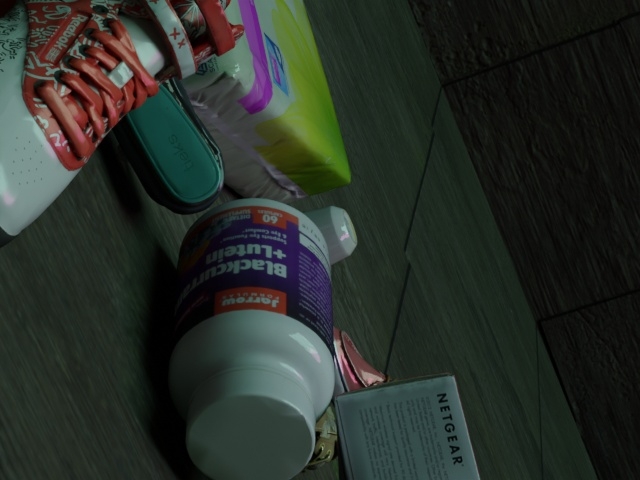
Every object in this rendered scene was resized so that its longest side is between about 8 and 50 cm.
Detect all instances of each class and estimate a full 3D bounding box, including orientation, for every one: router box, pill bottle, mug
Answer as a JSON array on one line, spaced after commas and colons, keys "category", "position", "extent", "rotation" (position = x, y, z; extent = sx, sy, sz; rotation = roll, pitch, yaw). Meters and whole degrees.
[{"category": "router box", "position": [0.082, 0.302, 1.073], "extent": [0.301, 0.082, 0.335], "rotation": [87, -8, -62]}, {"category": "pill bottle", "position": [-0.045, 0.067, 1.047], "extent": [0.193, 0.108, 0.108], "rotation": [-93, 159, -54]}, {"category": "mug", "position": [-0.002, -0.003, 1.433], "extent": [0.078, 0.064, 0.062], "rotation": [-53, 121, -75]}]

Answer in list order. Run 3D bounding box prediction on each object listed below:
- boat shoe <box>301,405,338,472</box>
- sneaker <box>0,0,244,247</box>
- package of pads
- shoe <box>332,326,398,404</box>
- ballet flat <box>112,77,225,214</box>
[{"category": "boat shoe", "position": [-0.009, 0.150, 1.202], "extent": [0.045, 0.050, 0.135], "rotation": [67, 12, 10]}, {"category": "sneaker", "position": [-0.124, -0.101, 0.888], "extent": [0.270, 0.145, 0.090], "rotation": [-86, 153, -61]}, {"category": "package of pads", "position": [-0.081, -0.172, 1.277], "extent": [0.296, 0.101, 0.229], "rotation": [41, 33, -68]}, {"category": "shoe", "position": [0.062, 0.141, 1.438], "extent": [0.063, 0.081, 0.178], "rotation": [-84, 151, -63]}, {"category": "ballet flat", "position": [-0.130, -0.108, 1.077], "extent": [0.203, 0.074, 0.074], "rotation": [63, 13, -4]}]
